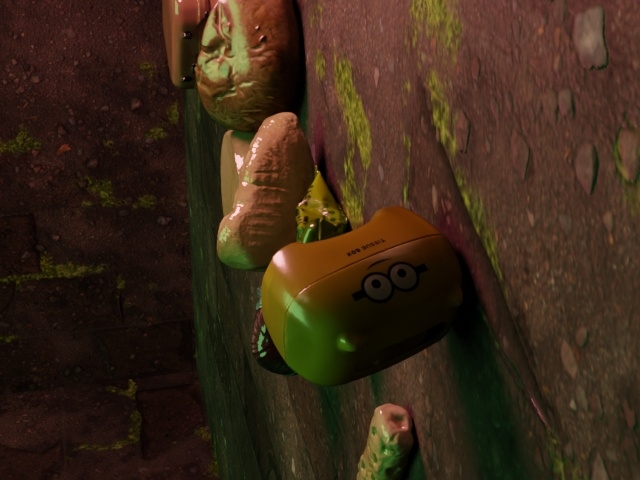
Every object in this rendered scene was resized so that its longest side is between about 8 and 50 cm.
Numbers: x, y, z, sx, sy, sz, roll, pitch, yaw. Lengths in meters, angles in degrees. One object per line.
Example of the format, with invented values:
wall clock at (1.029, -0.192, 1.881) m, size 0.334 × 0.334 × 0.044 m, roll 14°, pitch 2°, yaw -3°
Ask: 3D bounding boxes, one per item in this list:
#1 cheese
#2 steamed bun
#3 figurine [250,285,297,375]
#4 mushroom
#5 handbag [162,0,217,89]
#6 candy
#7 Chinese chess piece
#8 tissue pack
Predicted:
cheese at (0.074, 0.258, 1.299) m, size 0.194 × 0.043 × 0.065 m, roll 102°, pitch 160°, yaw -55°
steamed bun at (-0.061, -0.035, 1.584) m, size 0.231 × 0.111 × 0.212 m, roll 84°, pitch -152°, yaw -53°
figurine at (-0.055, 0.115, 1.718) m, size 0.245 × 0.110 × 0.137 m, roll -106°, pitch 16°, yaw -72°
mushroom at (-0.091, -0.262, 1.690) m, size 0.151 × 0.156 × 0.285 m, roll 43°, pitch 140°, yaw 30°
handbag at (-0.253, -0.489, 2.288) m, size 0.302 × 0.149 × 0.283 m, roll 103°, pitch 156°, yaw -63°
candy at (0.000, 0.000, 1.461) m, size 0.246 × 0.069 × 0.149 m, roll -91°, pitch 3°, yaw -65°
Chinese chess piece at (-0.103, -0.071, 1.860) m, size 0.250 × 0.101 × 0.250 m, roll 174°, pitch 90°, yaw -79°
tissue pack at (0.043, 0.056, 1.017) m, size 0.127 × 0.178 × 0.123 m, roll 52°, pitch 151°, yaw 35°
